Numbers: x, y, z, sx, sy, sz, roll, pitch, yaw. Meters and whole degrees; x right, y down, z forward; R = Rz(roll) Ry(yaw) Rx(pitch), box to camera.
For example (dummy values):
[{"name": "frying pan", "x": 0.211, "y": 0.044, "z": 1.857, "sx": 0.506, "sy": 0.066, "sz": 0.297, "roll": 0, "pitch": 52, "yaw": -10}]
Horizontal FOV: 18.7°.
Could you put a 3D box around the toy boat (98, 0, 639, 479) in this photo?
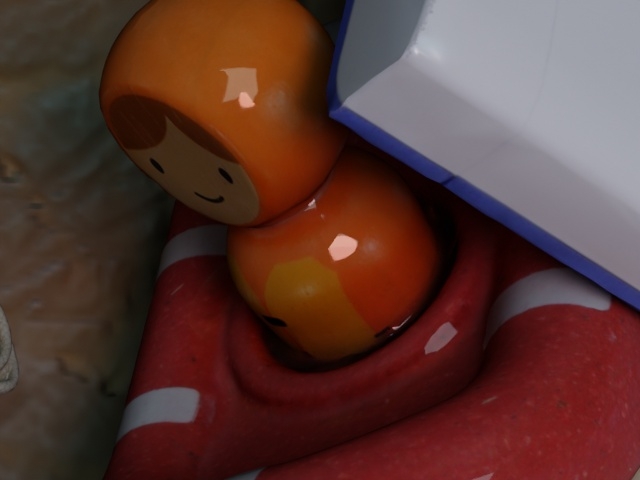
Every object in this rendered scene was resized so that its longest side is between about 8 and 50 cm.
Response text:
[{"name": "toy boat", "x": 0.000, "y": 0.000, "z": 0.482, "sx": 0.151, "sy": 0.151, "sz": 0.231, "roll": 52, "pitch": 32, "yaw": -34}]

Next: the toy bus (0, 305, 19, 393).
[{"name": "toy bus", "x": -0.201, "y": -0.019, "z": 0.495, "sx": 0.104, "sy": 0.191, "sz": 0.202, "roll": -29, "pitch": 83, "yaw": 22}]

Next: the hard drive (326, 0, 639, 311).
[{"name": "hard drive", "x": 0.155, "y": -0.037, "z": 0.512, "sx": 0.319, "sy": 0.040, "sz": 0.210, "roll": 31, "pitch": 50, "yaw": -22}]
